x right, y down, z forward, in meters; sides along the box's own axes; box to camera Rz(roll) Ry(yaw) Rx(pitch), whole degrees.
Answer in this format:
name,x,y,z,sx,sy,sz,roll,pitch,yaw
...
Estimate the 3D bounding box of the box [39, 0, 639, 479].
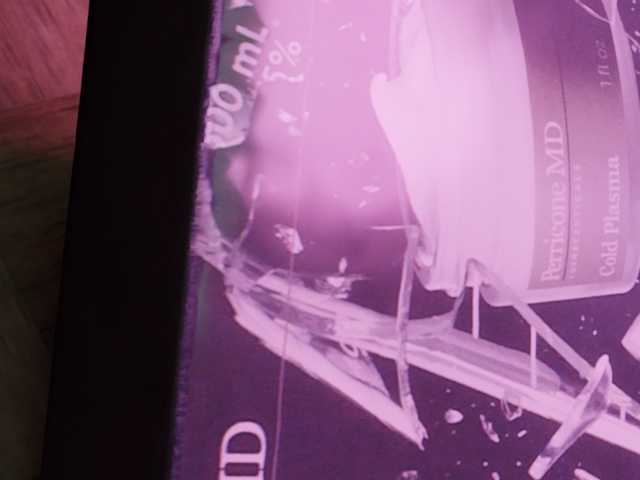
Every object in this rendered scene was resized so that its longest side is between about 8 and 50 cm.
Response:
name,x,y,z,sx,sy,sz,roll,pitch,yaw
box,0.082,0.059,0.599,0.471,0.297,0.480,7,83,-26
